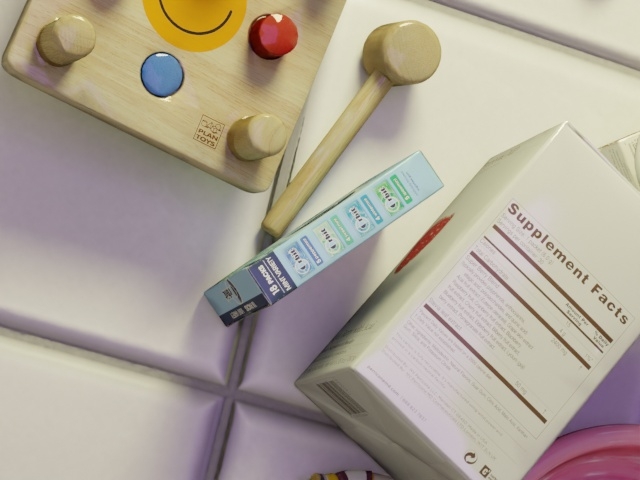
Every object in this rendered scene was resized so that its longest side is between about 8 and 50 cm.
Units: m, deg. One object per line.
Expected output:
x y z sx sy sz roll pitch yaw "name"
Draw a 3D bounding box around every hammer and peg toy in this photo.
-0.066 -0.174 1.652 0.361 0.127 0.266 27 77 -20 "hammer and peg toy"

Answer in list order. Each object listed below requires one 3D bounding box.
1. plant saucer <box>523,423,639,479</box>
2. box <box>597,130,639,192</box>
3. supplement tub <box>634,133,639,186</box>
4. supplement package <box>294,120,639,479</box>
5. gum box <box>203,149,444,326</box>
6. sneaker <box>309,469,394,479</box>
0.265 0.330 1.723 0.332 0.084 0.332 2 82 -17 "plant saucer"
0.413 -0.113 1.846 0.324 0.063 0.067 -22 90 -19 "box"
0.414 -0.015 1.722 0.191 0.191 0.272 -48 125 -18 "supplement tub"
0.151 0.069 1.677 0.175 0.177 0.293 44 72 -6 "supplement package"
0.000 0.000 1.653 0.184 0.157 0.041 -35 92 -18 "gum box"
0.035 0.290 1.665 0.084 0.069 0.185 -1 83 -12 "sneaker"
